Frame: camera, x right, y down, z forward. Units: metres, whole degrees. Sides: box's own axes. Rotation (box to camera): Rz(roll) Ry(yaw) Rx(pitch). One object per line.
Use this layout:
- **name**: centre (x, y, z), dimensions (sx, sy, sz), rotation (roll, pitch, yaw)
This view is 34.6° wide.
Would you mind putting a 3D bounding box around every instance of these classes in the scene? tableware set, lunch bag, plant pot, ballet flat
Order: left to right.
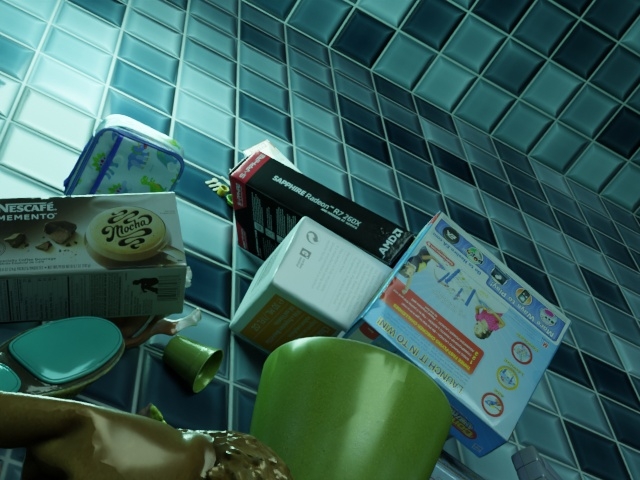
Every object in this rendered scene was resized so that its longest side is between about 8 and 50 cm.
- **ballet flat**: centre (-0.415, 0.202, 1.391), dimensions (0.123, 0.123, 0.349), rotation (43, 35, 14)
- **lunch bag**: centre (-0.358, -0.104, 1.846), dimensions (0.176, 0.219, 0.090), rotation (26, 22, -19)
- **plant pot**: centre (-0.215, 0.196, 1.694), dimensions (0.079, 0.083, 0.083), rotation (29, 24, 17)
- **tableware set**: centre (-0.179, -0.117, 2.288), dimensions (0.104, 0.024, 0.154), rotation (43, 27, 14)
- **plant pot**: centre (0.009, 0.326, 1.343), dimensions (0.275, 0.275, 0.293), rotation (30, 50, -11)

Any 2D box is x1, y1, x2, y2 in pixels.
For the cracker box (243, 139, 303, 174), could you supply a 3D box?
- **cracker box**: centre (-0.069, -0.091, 2.184), dimensions (0.067, 0.155, 0.232), rotation (-30, 45, -15)

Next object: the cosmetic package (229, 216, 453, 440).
- **cosmetic package**: centre (0.091, 0.175, 1.859), dimensions (0.453, 0.230, 0.161), rotation (31, 55, -7)

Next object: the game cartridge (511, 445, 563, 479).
- **game cartridge**: centre (0.459, 0.539, 1.794), dimensions (0.355, 0.068, 0.230), rotation (48, 22, -32)

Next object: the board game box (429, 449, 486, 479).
- **board game box**: centre (0.205, 0.399, 1.701), dimensions (0.319, 0.066, 0.318), rotation (36, -1, 1)

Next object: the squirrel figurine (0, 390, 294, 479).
- **squirrel figurine**: centre (-0.201, 0.382, 1.084), dimensions (0.397, 0.281, 0.370), rotation (7, 70, 2)

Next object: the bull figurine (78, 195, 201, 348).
- **bull figurine**: centre (-0.328, 0.048, 1.737), dimensions (0.189, 0.101, 0.310), rotation (-15, 57, -18)

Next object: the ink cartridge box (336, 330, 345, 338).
- **ink cartridge box**: centre (0.022, 0.268, 1.714), dimensions (0.127, 0.176, 0.128), rotation (38, 34, 3)

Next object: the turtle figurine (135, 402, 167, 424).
- **turtle figurine**: centre (-0.282, 0.318, 1.315), dimensions (0.217, 0.087, 0.269), rotation (-25, 80, -22)

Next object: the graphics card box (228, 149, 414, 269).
- **graphics card box**: centre (0.000, 0.000, 1.981), dimensions (0.371, 0.232, 0.094), rotation (30, 58, 23)

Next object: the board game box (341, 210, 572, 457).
- **board game box**: centre (0.236, 0.152, 1.741), dimensions (0.308, 0.086, 0.302), rotation (41, 50, 0)

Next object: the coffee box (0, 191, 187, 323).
- **coffee box**: centre (-0.368, 0.025, 1.599), dimensions (0.297, 0.118, 0.168), rotation (-2, 46, -14)
